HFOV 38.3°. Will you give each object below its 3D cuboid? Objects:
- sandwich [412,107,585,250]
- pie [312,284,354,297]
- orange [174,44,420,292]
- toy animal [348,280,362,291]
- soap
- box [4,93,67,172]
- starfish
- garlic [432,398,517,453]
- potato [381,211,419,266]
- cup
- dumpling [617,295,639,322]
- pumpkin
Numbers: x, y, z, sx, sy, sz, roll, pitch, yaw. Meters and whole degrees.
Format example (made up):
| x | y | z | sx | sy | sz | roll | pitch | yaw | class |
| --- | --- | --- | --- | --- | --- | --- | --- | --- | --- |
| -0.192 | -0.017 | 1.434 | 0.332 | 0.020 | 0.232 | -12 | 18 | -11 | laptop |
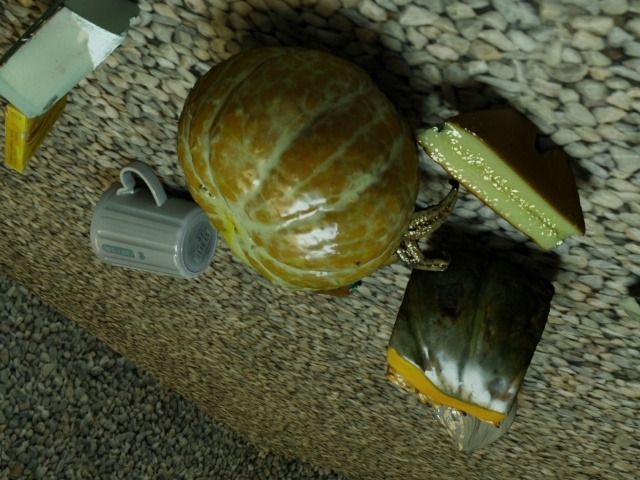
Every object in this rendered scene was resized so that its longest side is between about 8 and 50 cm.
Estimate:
| x | y | z | sx | sy | sz | roll | pitch | yaw | class |
| --- | --- | --- | --- | --- | --- | --- | --- | --- | --- |
| 0.230 | -0.094 | 1.120 | 0.244 | 0.088 | 0.090 | 38 | 147 | -20 | sandwich |
| -0.009 | 0.052 | 1.760 | 0.195 | 0.046 | 0.195 | 21 | 158 | 9 | pie |
| -0.027 | -0.093 | 1.152 | 0.329 | 0.249 | 0.329 | 37 | 150 | 25 | orange |
| 0.000 | 0.000 | 1.586 | 0.208 | 0.100 | 0.103 | 36 | 135 | -2 | toy animal |
| -0.351 | -0.270 | 1.253 | 0.230 | 0.145 | 0.091 | -32 | 119 | 33 | soap |
| -0.460 | -0.218 | 1.498 | 0.043 | 0.152 | 0.269 | 29 | 158 | -9 | box |
| 0.122 | -0.041 | 1.292 | 0.146 | 0.074 | 0.189 | -3 | 113 | 17 | starfish |
| 0.329 | 0.330 | 1.878 | 0.143 | 0.178 | 0.229 | -25 | 155 | 24 | garlic |
| 0.065 | -0.015 | 1.422 | 0.176 | 0.137 | 0.137 | 20 | 158 | 20 | potato |
| -0.326 | -0.028 | 1.771 | 0.202 | 0.166 | 0.221 | 12 | 157 | 24 | cup |
| 0.556 | 0.169 | 1.305 | 0.175 | 0.243 | 0.227 | -23 | 162 | 12 | dumpling |
| 0.226 | 0.141 | 1.415 | 0.226 | 0.256 | 0.303 | 20 | 164 | 6 | pumpkin |
